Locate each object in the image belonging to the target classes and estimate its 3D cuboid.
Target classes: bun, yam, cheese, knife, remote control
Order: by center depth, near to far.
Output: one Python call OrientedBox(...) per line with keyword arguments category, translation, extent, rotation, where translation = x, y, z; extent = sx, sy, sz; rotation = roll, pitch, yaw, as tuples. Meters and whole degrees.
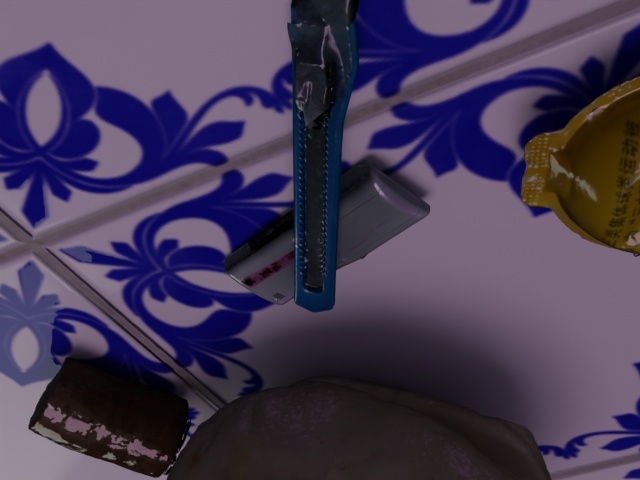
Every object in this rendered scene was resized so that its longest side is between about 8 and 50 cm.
OrientedBox(category="cheese", translation=(0.264, -0.048, 0.725), extent=(0.270, 0.069, 0.177), rotation=(-2, 139, 4))
OrientedBox(category="knife", translation=(0.001, -0.059, 0.746), extent=(0.044, 0.026, 0.297), rotation=(6, 131, 6))
OrientedBox(category="remote control", translation=(0.000, 0.000, 0.836), extent=(0.065, 0.029, 0.166), rotation=(32, 133, -29))
OrientedBox(category="bun", translation=(0.053, 0.242, 0.970), extent=(0.365, 0.219, 0.365), rotation=(14, 136, 14))
OrientedBox(category="yam", translation=(-0.182, 0.154, 0.999), extent=(0.127, 0.084, 0.084), rotation=(26, 135, -18))
